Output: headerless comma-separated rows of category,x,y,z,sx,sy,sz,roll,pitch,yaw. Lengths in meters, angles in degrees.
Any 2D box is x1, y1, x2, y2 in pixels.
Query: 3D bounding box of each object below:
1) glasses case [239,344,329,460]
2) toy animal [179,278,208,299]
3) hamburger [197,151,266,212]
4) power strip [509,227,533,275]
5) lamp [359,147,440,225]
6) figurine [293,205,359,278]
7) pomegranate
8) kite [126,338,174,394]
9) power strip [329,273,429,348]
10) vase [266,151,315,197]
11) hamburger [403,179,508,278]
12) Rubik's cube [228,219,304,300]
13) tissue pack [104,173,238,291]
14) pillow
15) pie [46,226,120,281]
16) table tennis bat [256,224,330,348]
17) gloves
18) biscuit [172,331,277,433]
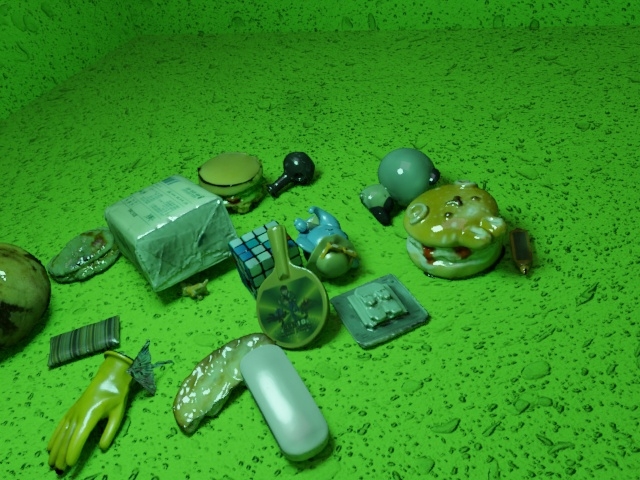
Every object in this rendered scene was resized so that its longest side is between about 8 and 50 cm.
glasses case,-0.084,0.352,1.400,0.113,0.075,0.297,-24,48,-15
toy animal,-0.366,0.133,1.820,0.083,0.060,0.081,33,96,44
hamburger,-0.301,-0.188,2.141,0.237,0.149,0.237,-3,40,2
power strip,0.532,0.031,1.669,0.049,0.028,0.178,-4,37,13
lamp,0.238,-0.171,1.925,0.244,0.198,0.198,-40,38,4
figurine,-0.001,0.003,1.776,0.154,0.180,0.262,-40,48,-1
pomegranate,-0.931,0.161,1.788,0.322,0.322,0.322,-9,37,7
kite,-0.420,0.313,1.563,0.011,0.139,0.156,-10,-4,33
power strip,0.142,0.161,1.603,0.198,0.065,0.213,-22,36,-14
vase,-0.107,-0.221,2.158,0.183,0.120,0.120,-41,42,-9
hamburger,0.362,-0.032,1.681,0.260,0.186,0.303,-22,39,-8
Rubik's cube,-0.145,0.064,1.750,0.155,0.154,0.151,-27,39,-15
tissue pack,-0.458,-0.036,1.907,0.297,0.207,0.380,-29,29,-19
pillow,-0.652,0.278,1.742,0.203,0.038,0.113,-17,40,-3
pie,-0.764,0.041,2.046,0.248,0.090,0.201,-40,46,-25
table tennis bat,-0.083,0.115,1.603,0.198,0.050,0.321,-16,78,19
gloves,-0.543,0.414,1.499,0.133,0.116,0.294,-18,35,46
biscuit,-0.232,0.328,1.522,0.299,0.045,0.154,-31,47,-21
